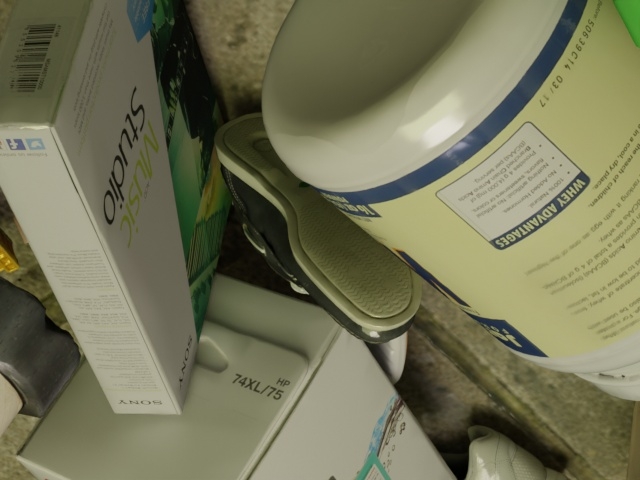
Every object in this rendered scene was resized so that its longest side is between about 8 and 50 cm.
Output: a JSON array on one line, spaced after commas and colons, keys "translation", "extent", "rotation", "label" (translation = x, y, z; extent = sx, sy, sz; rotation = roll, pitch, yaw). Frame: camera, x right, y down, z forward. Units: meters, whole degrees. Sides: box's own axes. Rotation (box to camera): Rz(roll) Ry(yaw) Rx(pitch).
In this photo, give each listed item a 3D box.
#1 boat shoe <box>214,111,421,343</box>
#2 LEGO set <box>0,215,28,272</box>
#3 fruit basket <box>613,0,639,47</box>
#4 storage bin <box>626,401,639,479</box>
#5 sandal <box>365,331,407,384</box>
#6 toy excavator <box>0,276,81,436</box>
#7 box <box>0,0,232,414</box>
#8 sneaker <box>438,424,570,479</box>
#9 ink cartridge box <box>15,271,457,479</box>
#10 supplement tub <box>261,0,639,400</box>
[{"translation": [0.000, 0.000, 1.235], "extent": [0.084, 0.233, 0.079], "rotation": [-19, 134, -23], "label": "boat shoe"}, {"translation": [-0.322, 0.017, 1.443], "extent": [0.132, 0.107, 0.287], "rotation": [10, 138, -43], "label": "LEGO set"}, {"translation": [0.327, -0.229, 0.926], "extent": [0.392, 0.283, 0.392], "rotation": [12, 123, 19], "label": "fruit basket"}, {"translation": [0.395, 0.243, 1.419], "extent": [0.260, 0.123, 0.262], "rotation": [-6, 127, 19], "label": "storage bin"}, {"translation": [0.048, -0.015, 1.312], "extent": [0.102, 0.076, 0.265], "rotation": [27, 131, 39], "label": "sandal"}, {"translation": [-0.446, 0.015, 1.171], "extent": [0.433, 0.222, 0.445], "rotation": [0, 138, 49], "label": "toy excavator"}, {"translation": [-0.130, -0.061, 1.171], "extent": [0.058, 0.232, 0.322], "rotation": [2, 145, 12], "label": "box"}, {"translation": [0.088, 0.243, 1.524], "extent": [0.121, 0.099, 0.262], "rotation": [44, 118, -13], "label": "sneaker"}, {"translation": [-0.054, 0.179, 1.347], "extent": [0.198, 0.197, 0.270], "rotation": [17, 154, 36], "label": "ink cartridge box"}, {"translation": [0.147, -0.060, 1.131], "extent": [0.235, 0.235, 0.325], "rotation": [-29, 128, 32], "label": "supplement tub"}]
